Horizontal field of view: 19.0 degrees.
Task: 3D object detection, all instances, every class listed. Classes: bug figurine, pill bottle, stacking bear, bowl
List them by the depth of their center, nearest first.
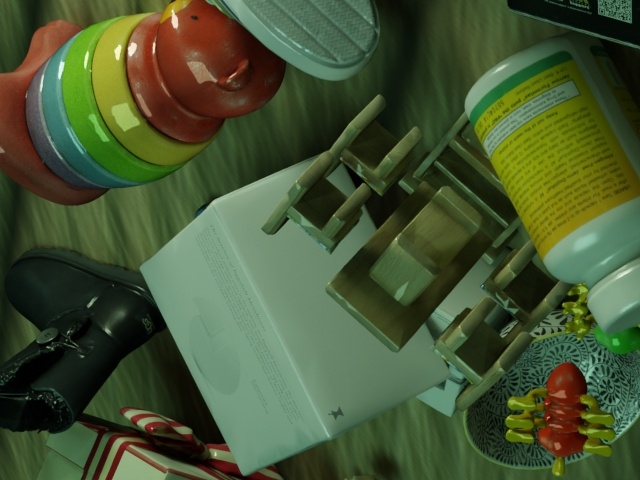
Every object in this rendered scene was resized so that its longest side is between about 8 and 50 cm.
[{"bbox_3d":[0.203,-0.041,1.436,0.208,0.118,0.117,63,148,15],"label":"pill bottle"},{"bbox_3d":[0.298,0.118,1.559,0.279,0.072,0.216,10,120,11],"label":"bug figurine"},{"bbox_3d":[0.197,0.114,1.672,0.170,0.080,0.170,-7,132,-8],"label":"bowl"},{"bbox_3d":[-0.151,-0.140,1.712,0.289,0.175,0.164,-18,112,43],"label":"stacking bear"}]

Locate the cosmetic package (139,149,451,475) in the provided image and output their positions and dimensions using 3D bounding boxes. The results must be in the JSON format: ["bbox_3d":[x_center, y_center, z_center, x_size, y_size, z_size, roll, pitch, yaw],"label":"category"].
[{"bbox_3d":[-0.028,0.069,1.707,0.224,0.138,0.225,63,156,3],"label":"cosmetic package"}]

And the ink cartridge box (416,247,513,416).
[{"bbox_3d":[0.129,0.077,1.704,0.056,0.099,0.135,31,144,17],"label":"ink cartridge box"}]

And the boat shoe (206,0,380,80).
[{"bbox_3d":[-0.068,-0.244,1.581,0.302,0.109,0.094,47,161,9],"label":"boat shoe"}]

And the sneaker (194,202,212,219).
[{"bbox_3d":[-0.065,0.060,1.890,0.069,0.082,0.209,-17,113,53],"label":"sneaker"}]

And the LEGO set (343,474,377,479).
[{"bbox_3d":[0.039,0.354,2.076,0.107,0.132,0.287,24,120,-1],"label":"LEGO set"}]

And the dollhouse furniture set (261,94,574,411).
[{"bbox_3d":[0.091,-0.002,1.537,0.212,0.242,0.161,42,145,2],"label":"dollhouse furniture set"}]

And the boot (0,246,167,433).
[{"bbox_3d":[-0.302,0.107,2.055,0.246,0.207,0.094,10,131,38],"label":"boot"}]

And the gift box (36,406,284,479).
[{"bbox_3d":[-0.192,0.315,2.062,0.255,0.258,0.276,24,179,-44],"label":"gift box"}]

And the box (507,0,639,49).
[{"bbox_3d":[0.271,-0.234,1.270,0.322,0.079,0.257,20,137,29],"label":"box"}]
